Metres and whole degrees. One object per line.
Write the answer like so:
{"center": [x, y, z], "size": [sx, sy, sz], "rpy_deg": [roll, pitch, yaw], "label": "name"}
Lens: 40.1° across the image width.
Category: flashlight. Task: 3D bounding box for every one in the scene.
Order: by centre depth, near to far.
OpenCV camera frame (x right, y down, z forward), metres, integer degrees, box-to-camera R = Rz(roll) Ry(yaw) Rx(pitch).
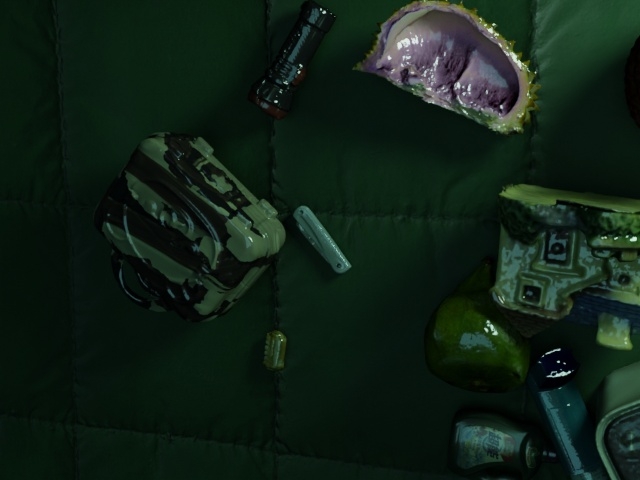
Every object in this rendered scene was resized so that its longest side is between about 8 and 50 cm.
{"center": [-0.050, -0.350, 1.698], "size": [0.093, 0.093, 0.232], "rpy_deg": [36, 104, 10], "label": "flashlight"}

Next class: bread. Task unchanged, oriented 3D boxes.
{"center": [-0.094, 0.229, 1.826], "size": [0.049, 0.034, 0.088], "rpy_deg": [8, 97, 31], "label": "bread"}

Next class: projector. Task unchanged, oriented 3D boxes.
{"center": [0.621, 0.339, 1.496], "size": [0.248, 0.249, 0.248], "rpy_deg": [-27, 88, 20], "label": "projector"}

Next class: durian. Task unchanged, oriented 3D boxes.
{"center": [0.249, -0.324, 1.596], "size": [0.341, 0.112, 0.191], "rpy_deg": [24, 96, 5], "label": "durian"}

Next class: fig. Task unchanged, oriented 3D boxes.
{"center": [0.294, 0.153, 1.637], "size": [0.203, 0.203, 0.235], "rpy_deg": [2, 60, 18], "label": "fig"}

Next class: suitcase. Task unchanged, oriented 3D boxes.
{"center": [-0.280, -0.011, 1.770], "size": [0.351, 0.194, 0.339], "rpy_deg": [44, 115, 8], "label": "suitcase"}

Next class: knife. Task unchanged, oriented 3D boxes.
{"center": [0.000, 0.000, 1.765], "size": [0.044, 0.023, 0.162], "rpy_deg": [-38, 85, 17], "label": "knife"}

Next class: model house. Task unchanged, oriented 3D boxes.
{"center": [0.445, 0.049, 1.507], "size": [0.321, 0.261, 0.266], "rpy_deg": [10, 104, 23], "label": "model house"}

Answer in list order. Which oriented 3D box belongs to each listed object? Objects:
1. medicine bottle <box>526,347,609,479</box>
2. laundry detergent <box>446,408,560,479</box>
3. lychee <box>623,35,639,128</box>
{"center": [0.452, 0.328, 1.596], "size": [0.079, 0.124, 0.258], "rpy_deg": [-16, 78, -14], "label": "medicine bottle"}
{"center": [0.359, 0.405, 1.684], "size": [0.222, 0.078, 0.144], "rpy_deg": [9, 103, 14], "label": "laundry detergent"}
{"center": [0.623, -0.268, 1.411], "size": [0.261, 0.260, 0.260], "rpy_deg": [3, 99, 18], "label": "lychee"}
